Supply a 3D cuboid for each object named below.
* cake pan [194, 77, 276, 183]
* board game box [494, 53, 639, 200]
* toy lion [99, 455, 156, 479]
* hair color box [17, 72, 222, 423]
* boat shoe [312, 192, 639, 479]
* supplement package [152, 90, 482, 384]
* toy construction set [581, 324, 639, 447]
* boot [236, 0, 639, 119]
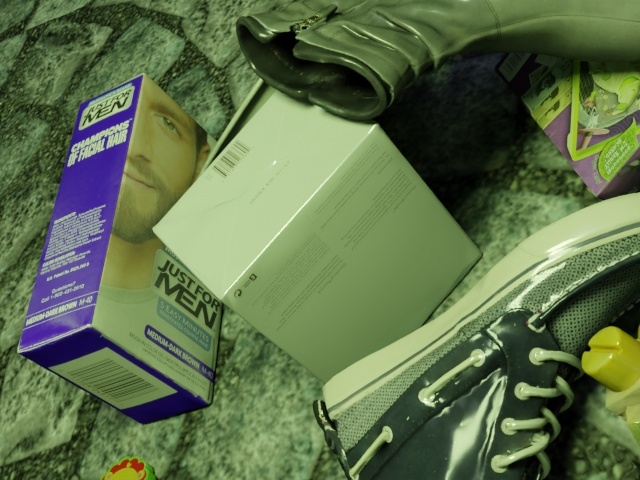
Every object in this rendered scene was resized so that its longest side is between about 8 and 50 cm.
[{"bbox_3d":[-0.035,-0.148,1.014,0.293,0.054,0.293,-54,3,3],"label":"cake pan"},{"bbox_3d":[0.305,-0.224,0.803,0.347,0.056,0.208,-55,34,29],"label":"board game box"},{"bbox_3d":[-0.215,0.268,0.966,0.100,0.034,0.096,-17,42,29],"label":"toy lion"},{"bbox_3d":[-0.196,0.005,1.038,0.110,0.185,0.338,-21,48,26],"label":"hair color box"},{"bbox_3d":[0.158,0.116,0.728,0.340,0.127,0.158,-38,48,20],"label":"boat shoe"},{"bbox_3d":[0.000,0.000,0.869,0.194,0.203,0.149,-48,41,-3],"label":"supplement package"},{"bbox_3d":[0.225,0.091,0.528,0.257,0.237,0.309,-17,43,61],"label":"toy construction set"},{"bbox_3d":[0.110,-0.165,0.778,0.338,0.118,0.223,15,45,40],"label":"boot"}]
